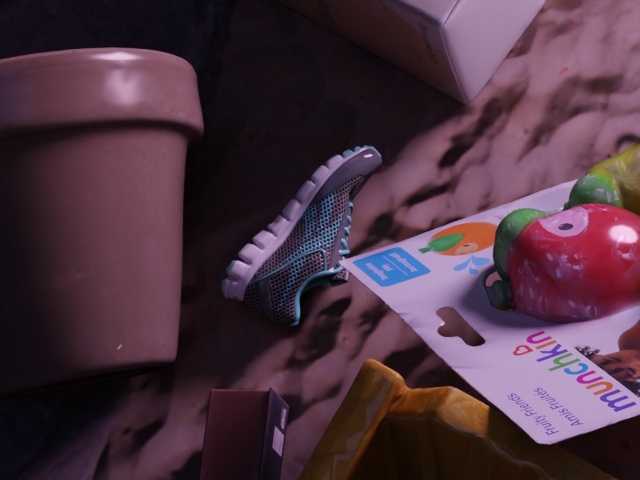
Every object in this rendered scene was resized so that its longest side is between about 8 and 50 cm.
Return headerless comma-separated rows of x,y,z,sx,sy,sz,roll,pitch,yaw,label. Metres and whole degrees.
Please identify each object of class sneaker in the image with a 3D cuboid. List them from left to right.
0.000,0.000,1.402,0.076,0.065,0.166,40,85,8,sneaker

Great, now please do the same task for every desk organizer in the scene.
-0.061,0.178,1.340,0.050,0.047,0.130,0,67,17,desk organizer

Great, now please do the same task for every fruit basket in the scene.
0.227,0.001,1.199,0.353,0.165,0.327,-13,23,-16,fruit basket

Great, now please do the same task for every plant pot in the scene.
-0.204,-0.002,1.365,0.263,0.263,0.229,-12,84,9,plant pot

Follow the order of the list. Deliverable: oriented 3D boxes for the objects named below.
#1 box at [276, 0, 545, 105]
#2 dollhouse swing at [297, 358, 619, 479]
0.019,-0.252,1.450,0.311,0.148,0.121,31,78,25,box
0.097,0.325,1.120,0.347,0.315,0.305,30,66,23,dollhouse swing
